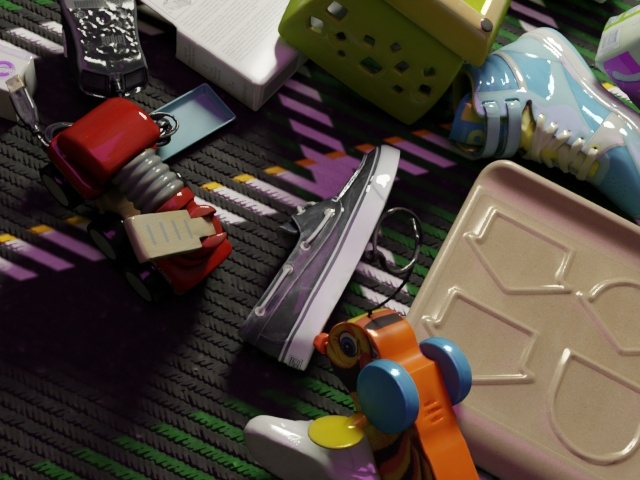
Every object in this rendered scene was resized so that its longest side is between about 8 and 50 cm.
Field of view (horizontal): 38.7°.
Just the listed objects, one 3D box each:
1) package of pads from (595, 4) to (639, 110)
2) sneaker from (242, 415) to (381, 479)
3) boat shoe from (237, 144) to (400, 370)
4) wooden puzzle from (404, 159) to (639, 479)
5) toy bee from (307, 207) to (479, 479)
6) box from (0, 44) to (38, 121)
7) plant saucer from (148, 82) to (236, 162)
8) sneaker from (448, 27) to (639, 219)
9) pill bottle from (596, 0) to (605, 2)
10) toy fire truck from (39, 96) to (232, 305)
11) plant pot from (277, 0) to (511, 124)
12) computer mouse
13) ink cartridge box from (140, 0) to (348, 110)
[{"bbox_3d":[0.517,-0.193,1.109,0.296,0.229,0.101,39,61,-17],"label":"package of pads"},{"bbox_3d":[0.023,0.218,0.965,0.212,0.080,0.094,24,54,-8],"label":"sneaker"},{"bbox_3d":[0.000,0.000,1.057,0.102,0.108,0.301,26,69,3],"label":"boat shoe"},{"bbox_3d":[0.265,0.117,1.055,0.322,0.080,0.347,28,67,6],"label":"wooden puzzle"},{"bbox_3d":[0.072,0.132,0.921,0.195,0.162,0.298,10,79,-35],"label":"toy bee"},{"bbox_3d":[-0.511,-0.235,1.111,0.324,0.067,0.063,18,61,1],"label":"box"},{"bbox_3d":[-0.200,-0.127,1.133,0.192,0.018,0.067,-34,73,-24],"label":"plant saucer"},{"bbox_3d":[0.284,-0.121,1.153,0.208,0.127,0.319,-22,59,-21],"label":"sneaker"},{"bbox_3d":[0.322,-0.442,1.311,0.246,0.136,0.136,27,62,-2],"label":"pill bottle"},{"bbox_3d":[-0.185,-0.044,0.941,0.158,0.246,0.217,-42,96,-26],"label":"toy fire truck"},{"bbox_3d":[0.116,-0.316,1.135,0.227,0.207,0.228,33,66,-16],"label":"plant pot"},{"bbox_3d":[-0.297,-0.215,1.110,0.184,0.060,0.262,-16,80,-27],"label":"computer mouse"},{"bbox_3d":[-0.098,-0.351,1.238,0.261,0.066,0.296,36,63,9],"label":"ink cartridge box"}]
